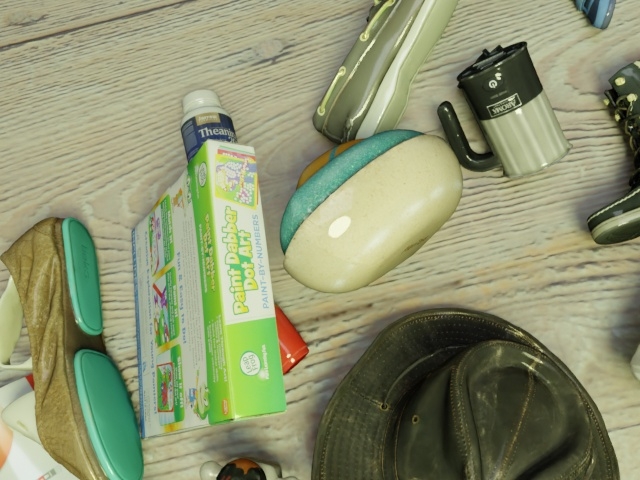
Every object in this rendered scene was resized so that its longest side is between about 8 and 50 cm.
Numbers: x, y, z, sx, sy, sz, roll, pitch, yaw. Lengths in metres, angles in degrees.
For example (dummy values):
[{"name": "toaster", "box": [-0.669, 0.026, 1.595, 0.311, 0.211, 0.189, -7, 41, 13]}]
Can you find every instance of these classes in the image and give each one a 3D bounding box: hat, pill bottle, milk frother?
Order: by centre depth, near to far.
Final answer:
[{"name": "hat", "box": [0.159, 0.193, 0.535, 0.331, 0.134, 0.331, 5, 60, -9]}, {"name": "milk frother", "box": [0.227, -0.163, 0.709, 0.143, 0.129, 0.134, -44, 111, -37]}, {"name": "pill bottle", "box": [-0.139, -0.126, 0.736, 0.067, 0.067, 0.120, -16, 73, 0]}]

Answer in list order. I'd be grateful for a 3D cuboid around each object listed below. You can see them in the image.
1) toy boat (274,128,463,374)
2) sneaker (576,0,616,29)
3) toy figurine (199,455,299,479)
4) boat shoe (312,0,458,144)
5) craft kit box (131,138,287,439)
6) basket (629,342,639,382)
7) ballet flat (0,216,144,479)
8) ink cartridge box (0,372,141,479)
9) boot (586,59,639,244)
[{"name": "toy boat", "box": [0.000, 0.000, 0.617, 0.148, 0.267, 0.318, 47, 113, 12]}, {"name": "sneaker", "box": [0.351, -0.337, 0.771, 0.059, 0.053, 0.144, -3, 64, 3]}, {"name": "toy figurine", "box": [-0.088, 0.323, 0.552, 0.209, 0.148, 0.213, -33, 73, -6]}, {"name": "boat shoe", "box": [0.092, -0.253, 0.715, 0.091, 0.109, 0.305, 29, 94, 17]}, {"name": "craft kit box", "box": [-0.130, 0.064, 0.595, 0.061, 0.247, 0.249, 2, 70, -31]}, {"name": "basket", "box": [0.529, 0.081, 0.484, 0.331, 0.266, 0.328, 36, 80, 2]}, {"name": "ballet flat", "box": [-0.293, 0.131, 0.642, 0.124, 0.116, 0.342, -24, 68, 1]}, {"name": "ink cartridge box", "box": [-0.318, 0.221, 0.657, 0.179, 0.045, 0.145, -39, 75, -5]}, {"name": "boot", "box": [0.376, -0.110, 0.683, 0.236, 0.085, 0.178, -25, 70, -10]}]
